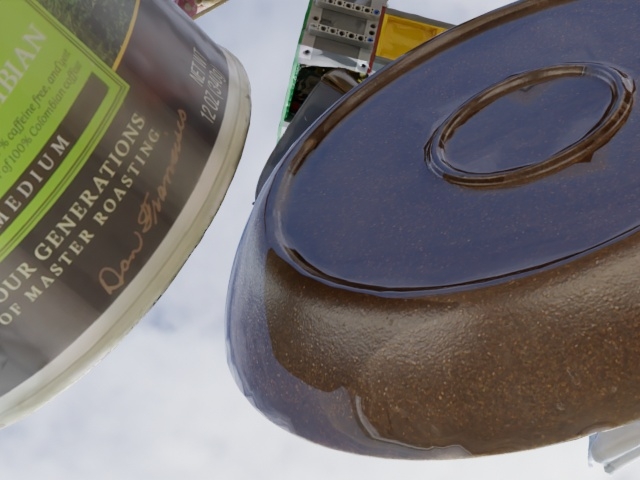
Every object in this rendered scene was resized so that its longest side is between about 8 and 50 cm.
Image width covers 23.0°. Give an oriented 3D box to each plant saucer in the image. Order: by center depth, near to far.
[{"bbox_3d":[0.092,-0.032,0.649,0.311,0.310,0.050,-30,-61,-6],"label":"plant saucer"}]

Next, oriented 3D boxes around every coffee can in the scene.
[{"bbox_3d":[-0.189,-0.083,0.577,0.275,0.201,0.201,42,-103,-30],"label":"coffee can"}]

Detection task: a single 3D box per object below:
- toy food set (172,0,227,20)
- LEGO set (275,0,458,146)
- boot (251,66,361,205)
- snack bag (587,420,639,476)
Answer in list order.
[{"bbox_3d":[-0.094,-0.194,1.247,0.078,0.122,0.019,-29,-77,6],"label":"toy food set"},{"bbox_3d":[0.079,-0.109,1.102,0.192,0.331,0.255,14,-133,-1],"label":"LEGO set"},{"bbox_3d":[0.000,0.000,0.957,0.106,0.082,0.219,42,-62,12],"label":"boot"},{"bbox_3d":[0.295,-0.029,0.956,0.342,0.323,0.037,-31,-69,19],"label":"snack bag"}]
